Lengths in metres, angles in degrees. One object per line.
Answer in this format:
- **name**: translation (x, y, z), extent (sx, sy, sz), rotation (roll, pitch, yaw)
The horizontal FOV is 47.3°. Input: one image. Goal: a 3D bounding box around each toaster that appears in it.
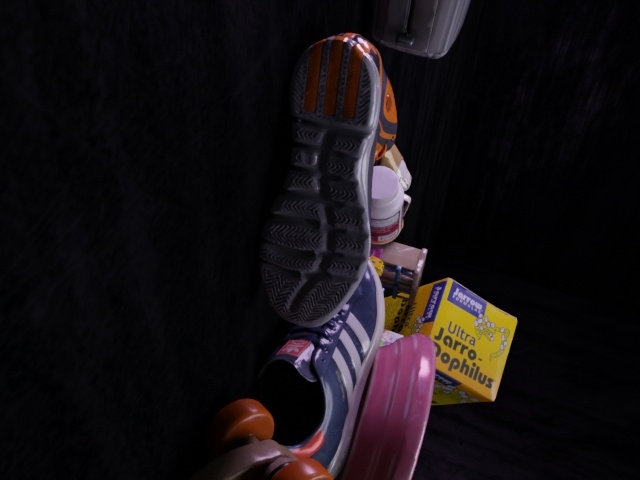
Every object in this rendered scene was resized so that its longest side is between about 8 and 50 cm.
- **toaster**: translation (0.144, -0.348, 0.966), extent (0.146, 0.129, 0.227), rotation (99, 12, -49)

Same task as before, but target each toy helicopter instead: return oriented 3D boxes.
- **toy helicopter**: translation (-0.080, 0.366, 0.856), extent (0.235, 0.140, 0.355), rotation (-41, 139, -16)

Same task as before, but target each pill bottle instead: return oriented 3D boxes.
- **pill bottle**: translation (0.100, -0.062, 1.251), extent (0.152, 0.086, 0.086), rotation (82, 28, -64)

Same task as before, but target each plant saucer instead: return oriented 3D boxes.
- **plant saucer**: translation (0.082, 0.292, 1.095), extent (0.332, 0.084, 0.332), rotation (18, 90, -89)

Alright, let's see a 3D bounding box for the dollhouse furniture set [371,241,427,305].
- **dollhouse furniture set**: translation (0.124, 0.107, 1.485), extent (0.129, 0.129, 0.184), rotation (90, 19, -53)

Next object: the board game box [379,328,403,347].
- **board game box**: translation (0.052, 0.303, 1.398), extent (0.144, 0.142, 0.275), rotation (-57, 160, -52)

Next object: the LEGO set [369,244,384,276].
- **LEGO set**: translation (0.059, 0.040, 1.189), extent (0.227, 0.093, 0.087), rotation (-58, 160, -50)

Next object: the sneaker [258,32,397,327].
- **sneaker**: translation (0.028, -0.068, 0.829), extent (0.180, 0.124, 0.321), rotation (-39, 145, -67)

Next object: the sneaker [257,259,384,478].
- **sneaker**: translation (-0.007, 0.147, 0.999), extent (0.148, 0.131, 0.350), rotation (42, 50, -48)

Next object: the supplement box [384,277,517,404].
- **supplement box**: translation (0.228, 0.239, 1.621), extent (0.356, 0.194, 0.195), rotation (-29, -145, 61)

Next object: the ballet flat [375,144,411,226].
- **ballet flat**: translation (0.143, -0.103, 1.413), extent (0.232, 0.073, 0.080), rotation (90, 21, -53)
